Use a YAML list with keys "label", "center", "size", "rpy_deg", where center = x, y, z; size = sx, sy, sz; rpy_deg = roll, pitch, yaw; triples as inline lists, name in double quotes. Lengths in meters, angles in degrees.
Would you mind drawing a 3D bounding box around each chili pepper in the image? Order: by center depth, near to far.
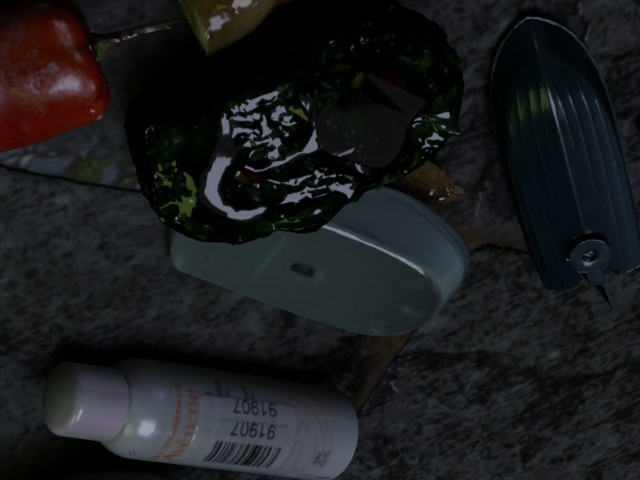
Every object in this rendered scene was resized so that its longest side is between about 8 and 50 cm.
- label: "chili pepper"
  center: [-0.173, -0.110, 1.215]
  size: [0.192, 0.084, 0.086]
  rpy_deg: [-20, 172, -6]

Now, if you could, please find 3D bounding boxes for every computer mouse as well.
- label: "computer mouse"
  center: [0.000, 0.000, 1.426]
  size: [0.231, 0.079, 0.128]
  rpy_deg: [20, 140, -20]

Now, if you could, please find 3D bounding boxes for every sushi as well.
- label: "sushi"
  center: [-0.018, -0.082, 1.275]
  size: [0.225, 0.127, 0.124]
  rpy_deg: [-25, 113, -7]

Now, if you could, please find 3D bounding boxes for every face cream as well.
- label: "face cream"
  center: [-0.094, 0.140, 1.515]
  size: [0.269, 0.082, 0.082]
  rpy_deg: [11, 126, -38]

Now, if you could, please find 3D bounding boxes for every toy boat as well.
- label: "toy boat"
  center: [0.183, -0.068, 1.463]
  size: [0.093, 0.103, 0.246]
  rpy_deg: [-16, 126, 6]

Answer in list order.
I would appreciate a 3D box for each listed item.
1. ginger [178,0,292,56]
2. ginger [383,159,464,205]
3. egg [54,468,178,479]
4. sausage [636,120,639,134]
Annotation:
- label: "ginger"
  center: [-0.018, -0.238, 1.182]
  size: [0.118, 0.065, 0.299]
  rpy_deg: [2, 133, -33]
- label: "ginger"
  center: [0.052, -0.057, 1.427]
  size: [0.057, 0.044, 0.137]
  rpy_deg: [-52, 139, -1]
- label: "egg"
  center: [-0.181, 0.301, 1.529]
  size: [0.269, 0.219, 0.219]
  rpy_deg: [-42, 138, 9]
- label: "sausage"
  center: [0.294, -0.130, 1.500]
  size: [0.024, 0.024, 0.132]
  rpy_deg: [15, 124, -39]
